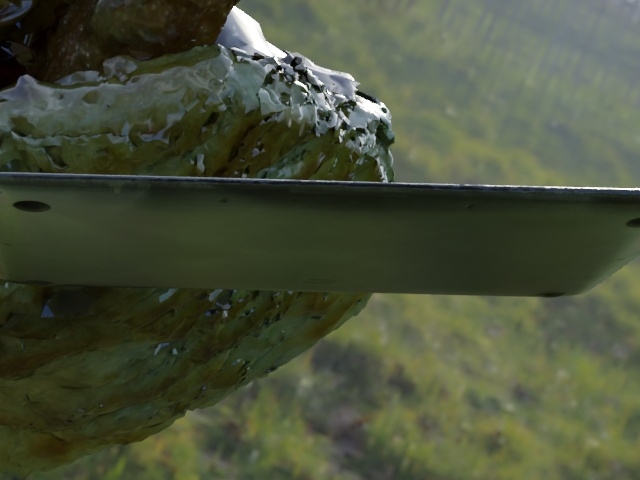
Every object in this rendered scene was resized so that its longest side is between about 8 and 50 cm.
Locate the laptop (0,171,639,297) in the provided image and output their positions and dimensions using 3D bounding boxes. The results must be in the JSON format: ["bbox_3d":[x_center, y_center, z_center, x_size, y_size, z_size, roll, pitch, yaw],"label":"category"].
[{"bbox_3d":[0.000,0.000,0.739,0.269,0.015,0.187,2,-12,-7],"label":"laptop"}]

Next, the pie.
[{"bbox_3d":[-0.134,0.008,1.108,0.180,0.395,0.418,62,1,31],"label":"pie"}]
